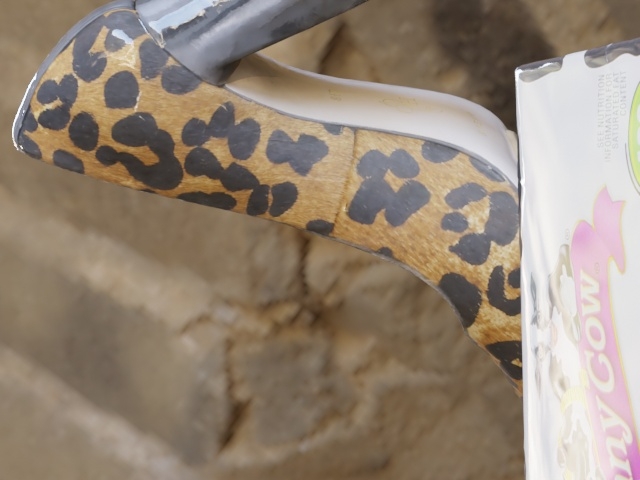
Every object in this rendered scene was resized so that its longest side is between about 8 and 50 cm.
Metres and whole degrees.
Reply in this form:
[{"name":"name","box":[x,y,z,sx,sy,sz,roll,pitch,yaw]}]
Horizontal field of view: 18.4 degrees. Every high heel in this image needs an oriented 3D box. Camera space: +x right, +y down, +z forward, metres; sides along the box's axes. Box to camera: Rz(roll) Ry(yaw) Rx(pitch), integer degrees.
[{"name":"high heel","box":[0.000,0.000,0.824,0.093,0.186,0.261,-99,165,-65]}]

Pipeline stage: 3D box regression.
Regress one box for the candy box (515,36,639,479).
[{"name":"candy box","box":[0.108,0.037,0.397,0.070,0.165,0.196,-2,0,-17]}]
